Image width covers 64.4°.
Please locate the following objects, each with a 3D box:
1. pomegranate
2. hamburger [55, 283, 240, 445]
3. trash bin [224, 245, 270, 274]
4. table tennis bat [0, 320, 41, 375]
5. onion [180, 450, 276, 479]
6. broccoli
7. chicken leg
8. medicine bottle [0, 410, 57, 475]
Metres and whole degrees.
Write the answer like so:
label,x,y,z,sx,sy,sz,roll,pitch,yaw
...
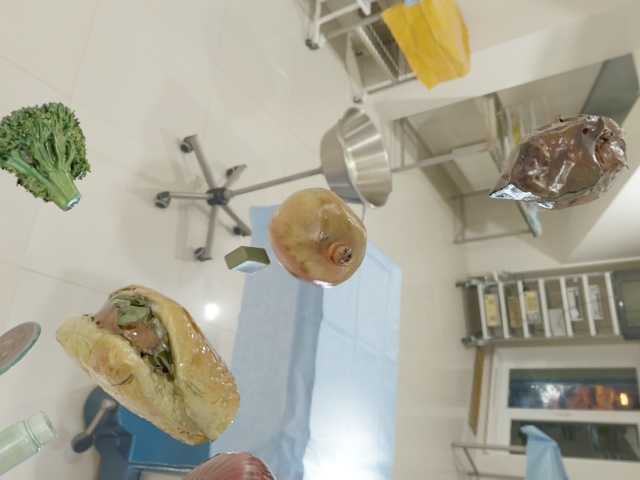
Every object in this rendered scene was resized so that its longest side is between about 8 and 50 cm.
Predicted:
label,x,y,z,sx,sy,sz,roll,pitch,yaw
pomegranate,0.000,0.000,1.258,0.252,0.229,0.270,53,-6,-24
hamburger,-0.281,0.169,0.809,0.162,0.330,0.209,-46,146,-30
trash bin,-0.161,0.041,1.117,0.092,0.061,0.043,22,42,-65
table tennis bat,-0.674,0.257,1.027,0.244,0.153,0.040,-45,124,-25
onion,-0.205,0.628,1.056,0.285,0.347,0.347,45,41,-14
broccoli,-0.509,-0.135,0.942,0.194,0.219,0.194,14,57,-22
chicken leg,0.214,-0.065,0.458,0.304,0.113,0.093,-20,78,-57
medicine bottle,-0.376,0.252,0.628,0.083,0.047,0.047,-31,112,-26
